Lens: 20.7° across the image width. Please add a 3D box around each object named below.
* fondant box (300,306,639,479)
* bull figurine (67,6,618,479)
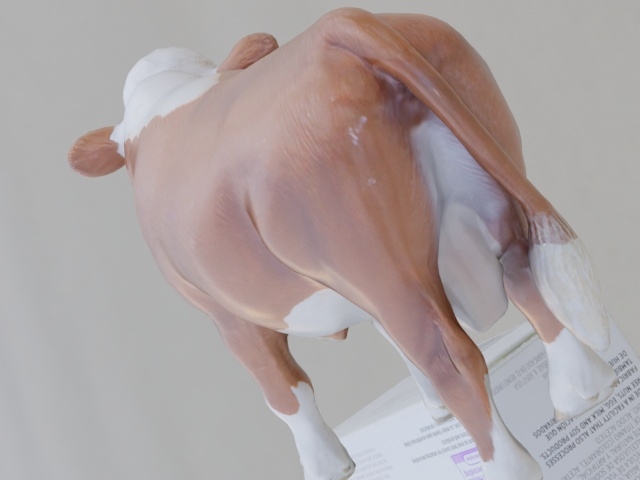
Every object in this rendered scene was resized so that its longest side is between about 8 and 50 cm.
[{"bbox_3d":[0.152,0.211,0.956,0.330,0.096,0.238,57,154,1],"label":"fondant box"},{"bbox_3d":[0.000,0.000,0.654,0.188,0.101,0.310,57,166,-7],"label":"bull figurine"}]
